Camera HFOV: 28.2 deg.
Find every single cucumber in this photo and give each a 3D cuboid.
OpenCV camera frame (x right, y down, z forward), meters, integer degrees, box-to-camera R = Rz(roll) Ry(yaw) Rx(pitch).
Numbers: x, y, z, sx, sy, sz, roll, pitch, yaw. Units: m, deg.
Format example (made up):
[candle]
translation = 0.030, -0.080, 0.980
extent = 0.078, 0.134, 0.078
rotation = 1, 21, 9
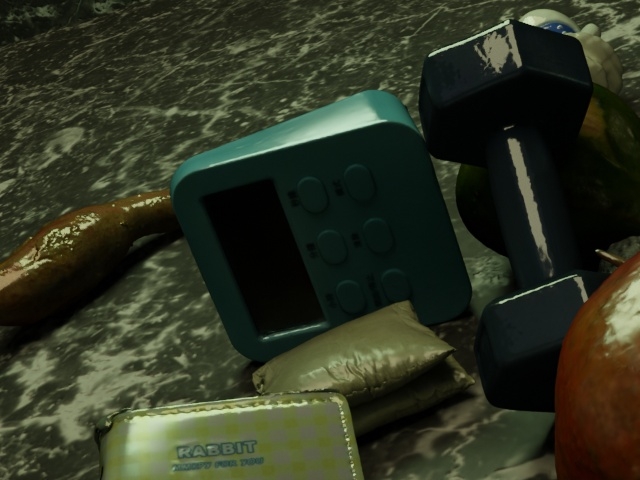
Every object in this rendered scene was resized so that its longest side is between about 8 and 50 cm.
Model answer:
[cucumber]
translation = 0.275, 0.046, 1.123
extent = 0.064, 0.064, 0.112
rotation = -11, 28, 21

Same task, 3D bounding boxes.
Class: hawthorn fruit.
[hawthorn fruit]
translation = 0.247, 0.089, 0.839
extent = 0.210, 0.210, 0.262
rotation = -17, 48, 9

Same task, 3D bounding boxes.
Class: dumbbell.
[dumbbell]
translation = 0.178, -0.022, 1.063
extent = 0.160, 0.144, 0.325
rotation = -22, 60, 23

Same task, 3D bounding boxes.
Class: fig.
[fig]
translation = 0.252, -0.049, 1.242
extent = 0.245, 0.195, 0.195
rotation = 36, 53, 20

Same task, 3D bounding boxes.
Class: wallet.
[wallet]
translation = -0.062, 0.235, 0.924
extent = 0.223, 0.077, 0.309
rotation = -2, 32, -8

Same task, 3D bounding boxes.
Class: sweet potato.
[sweet potato]
translation = -0.281, 0.003, 1.605
extent = 0.385, 0.109, 0.109
rotation = -33, 27, -35

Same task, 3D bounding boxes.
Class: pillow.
[pillow]
translation = 0.033, 0.119, 1.144
extent = 0.181, 0.078, 0.134
rotation = -22, 24, -5

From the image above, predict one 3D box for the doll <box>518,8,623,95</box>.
[doll]
translation = 0.301, -0.222, 1.604
extent = 0.138, 0.119, 0.293
rotation = -26, 18, 7

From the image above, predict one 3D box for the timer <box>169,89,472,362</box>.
[timer]
translation = 0.000, 0.000, 1.234
extent = 0.250, 0.232, 0.091
rotation = -20, 27, 3
